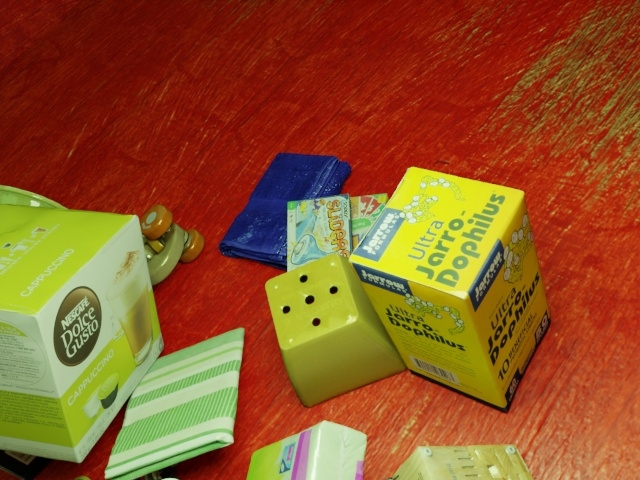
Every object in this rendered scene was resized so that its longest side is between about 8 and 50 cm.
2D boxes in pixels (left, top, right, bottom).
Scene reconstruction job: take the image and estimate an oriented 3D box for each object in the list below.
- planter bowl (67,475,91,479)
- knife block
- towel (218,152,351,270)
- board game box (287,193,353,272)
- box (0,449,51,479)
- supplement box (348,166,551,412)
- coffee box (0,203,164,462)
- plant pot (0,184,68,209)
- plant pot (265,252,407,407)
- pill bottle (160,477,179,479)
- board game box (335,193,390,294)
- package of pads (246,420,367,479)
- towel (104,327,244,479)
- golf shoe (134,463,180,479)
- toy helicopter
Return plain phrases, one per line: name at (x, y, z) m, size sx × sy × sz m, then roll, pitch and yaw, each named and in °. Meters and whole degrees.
planter bowl at (-0.496, 0.515, 1.183) m, size 0.217 × 0.090 × 0.217 m, roll -35°, pitch 38°, yaw 33°
knife block at (0.161, 0.414, 1.022) m, size 0.276 × 0.242 × 0.088 m, roll 7°, pitch 40°, yaw -27°
towel at (-0.085, -0.082, 1.550) m, size 0.227 × 0.076 × 0.308 m, roll 11°, pitch 58°, yaw 32°
board game box at (0.000, 0.000, 1.396) m, size 0.136 × 0.035 × 0.201 m, roll -8°, pitch 56°, yaw 8°
box at (-0.653, 0.376, 1.390) m, size 0.207 × 0.153 × 0.108 m, roll 28°, pitch 68°, yaw 41°
supplement box at (0.221, 0.085, 1.065) m, size 0.195 × 0.356 × 0.194 m, roll 17°, pitch 62°, yaw 36°
coffee box at (-0.541, 0.153, 1.255) m, size 0.338 × 0.334 × 0.337 m, roll 6°, pitch 30°, yaw 13°
plant pot at (-0.772, 0.037, 1.686) m, size 0.276 × 0.276 × 0.254 m, roll 0°, pitch 65°, yaw 26°
plant pot at (0.011, 0.145, 1.215) m, size 0.212 × 0.187 × 0.212 m, roll -23°, pitch 54°, yaw 7°
pill bottle at (-0.191, 0.456, 1.048) m, size 0.124 × 0.221 × 0.124 m, roll -14°, pitch 48°, yaw 16°
board game box at (0.072, 0.012, 1.425) m, size 0.124 × 0.039 × 0.259 m, roll -5°, pitch 54°, yaw 22°
package of pads at (-0.042, 0.434, 0.970) m, size 0.229 × 0.101 × 0.296 m, roll -40°, pitch 33°, yaw 48°
towel at (-0.262, 0.302, 1.268) m, size 0.248 × 0.038 × 0.325 m, roll -22°, pitch 24°, yaw 7°
golf shoe at (-0.320, 0.493, 1.175) m, size 0.120 × 0.105 × 0.273 m, roll -25°, pitch 37°, yaw 15°
toy helicopter at (-0.462, 0.039, 1.625) m, size 0.355 × 0.140 × 0.235 m, roll 7°, pitch 65°, yaw 44°
